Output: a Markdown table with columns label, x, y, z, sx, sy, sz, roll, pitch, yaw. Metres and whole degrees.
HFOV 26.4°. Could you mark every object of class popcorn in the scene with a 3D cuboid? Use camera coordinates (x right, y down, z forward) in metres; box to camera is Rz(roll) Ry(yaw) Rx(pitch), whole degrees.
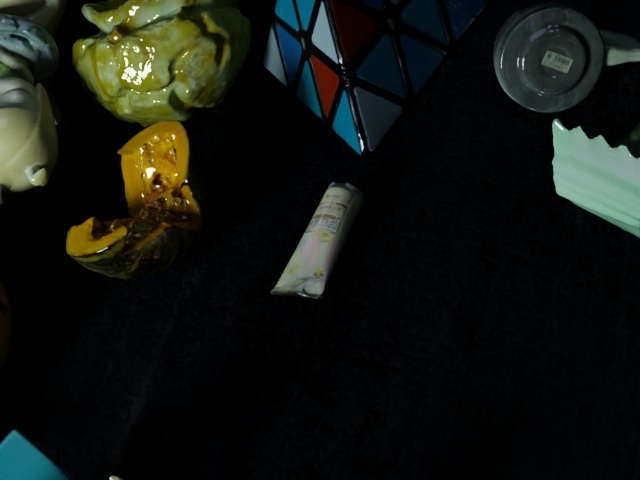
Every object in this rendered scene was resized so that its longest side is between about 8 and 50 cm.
| label | x | y | z | sx | sy | sz | roll | pitch | yaw |
| --- | --- | --- | --- | --- | --- | --- | --- | --- | --- |
| popcorn | -0.192 | -0.232 | 1.636 | 0.221 | 0.183 | 0.204 | -14 | 24 | 36 |

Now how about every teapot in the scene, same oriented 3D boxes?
| label | x | y | z | sx | sy | sz | roll | pitch | yaw |
| --- | --- | --- | --- | --- | --- | --- | --- | --- | --- |
| teapot | 0.245 | -0.207 | 1.417 | 0.149 | 0.111 | 0.108 | -29 | 24 | 4 |

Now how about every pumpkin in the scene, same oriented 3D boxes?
| label | x | y | z | sx | sy | sz | roll | pitch | yaw |
| --- | --- | --- | --- | --- | --- | --- | --- | --- | --- |
| pumpkin | -0.179 | -0.026 | 1.442 | 0.119 | 0.107 | 0.183 | 6 | 55 | 44 |

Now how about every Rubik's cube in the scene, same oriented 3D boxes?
| label | x | y | z | sx | sy | sz | roll | pitch | yaw |
| --- | --- | --- | --- | --- | --- | --- | --- | --- | --- |
| Rubik's cube | -0.015 | -0.252 | 1.580 | 0.234 | 0.250 | 0.284 | -8 | 42 | 51 |

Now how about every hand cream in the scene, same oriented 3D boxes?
| label | x | y | z | sx | sy | sz | roll | pitch | yaw |
| --- | --- | --- | --- | --- | --- | --- | --- | --- | --- |
| hand cream | 0.000 | 0.000 | 1.371 | 0.061 | 0.039 | 0.143 | 5 | 52 | 30 |

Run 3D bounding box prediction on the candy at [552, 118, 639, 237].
| label | x | y | z | sx | sy | sz | roll | pitch | yaw |
| --- | --- | --- | --- | --- | --- | --- | --- | --- | --- |
| candy | 0.413 | -0.083 | 1.139 | 0.398 | 0.172 | 0.263 | -29 | 40 | -26 |

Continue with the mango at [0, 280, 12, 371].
| label | x | y | z | sx | sy | sz | roll | pitch | yaw |
| --- | --- | --- | --- | --- | --- | --- | --- | --- | --- |
| mango | -0.404 | 0.088 | 1.428 | 0.177 | 0.120 | 0.295 | -26 | 35 | 12 |

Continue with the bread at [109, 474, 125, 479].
| label | x | y | z | sx | sy | sz | roll | pitch | yaw |
| --- | --- | --- | --- | --- | --- | --- | --- | --- | --- |
| bread | -0.093 | 0.295 | 0.994 | 0.252 | 0.133 | 0.174 | 27 | 88 | 14 |

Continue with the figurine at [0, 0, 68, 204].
| label | x | y | z | sx | sy | sz | roll | pitch | yaw |
| --- | --- | --- | --- | --- | --- | --- | --- | --- | --- |
| figurine | -0.369 | -0.200 | 1.639 | 0.227 | 0.274 | 0.394 | -20 | 56 | 8 |

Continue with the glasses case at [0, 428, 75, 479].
| label | x | y | z | sx | sy | sz | roll | pitch | yaw |
| --- | --- | --- | --- | --- | --- | --- | --- | --- | --- |
| glasses case | -0.321 | 0.295 | 1.118 | 0.070 | 0.117 | 0.301 | 38 | 77 | 11 |
